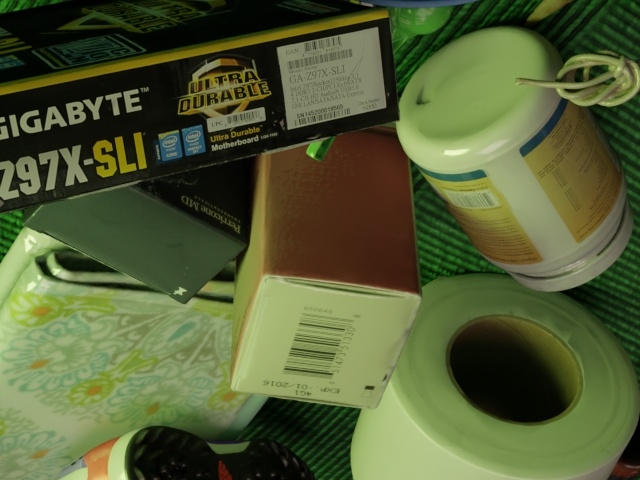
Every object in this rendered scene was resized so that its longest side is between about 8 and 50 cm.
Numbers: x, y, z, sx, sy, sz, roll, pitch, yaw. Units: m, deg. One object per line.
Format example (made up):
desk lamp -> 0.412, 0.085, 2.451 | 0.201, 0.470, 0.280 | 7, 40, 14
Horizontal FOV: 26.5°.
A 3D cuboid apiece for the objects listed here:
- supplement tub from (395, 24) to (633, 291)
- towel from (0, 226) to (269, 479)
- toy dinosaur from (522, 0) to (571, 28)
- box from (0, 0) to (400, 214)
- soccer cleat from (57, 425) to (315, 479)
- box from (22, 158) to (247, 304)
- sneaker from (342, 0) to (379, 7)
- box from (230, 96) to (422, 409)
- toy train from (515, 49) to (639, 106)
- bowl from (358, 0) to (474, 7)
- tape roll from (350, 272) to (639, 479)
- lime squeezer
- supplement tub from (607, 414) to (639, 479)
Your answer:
supplement tub -> 0.166, -0.063, 1.123 | 0.144, 0.144, 0.199 | -23, 132, 20
towel -> -0.195, 0.123, 1.288 | 0.321, 0.090, 0.374 | 7, 135, -35
toy dinosaur -> 0.206, -0.215, 1.035 | 0.093, 0.053, 0.183 | 33, 126, -32
box -> -0.132, -0.110, 0.896 | 0.257, 0.322, 0.079 | -16, 110, -18
soccer cleat -> -0.118, 0.252, 1.355 | 0.116, 0.108, 0.318 | -18, 155, 33
box -> -0.146, -0.058, 1.109 | 0.156, 0.158, 0.093 | 28, 128, -28
sneaker -> -0.030, -0.265, 0.953 | 0.121, 0.111, 0.300 | -7, 131, 20
box -> 0.000, 0.000, 1.119 | 0.127, 0.232, 0.148 | 8, 135, -10
toy train -> 0.271, -0.162, 1.037 | 0.248, 0.143, 0.105 | 1, 128, 4
bowl -> 0.078, -0.334, 0.806 | 0.391, 0.077, 0.391 | -12, 127, -16
tape roll -> 0.162, 0.174, 1.299 | 0.246, 0.246, 0.169 | 6, 136, -8
lime squeezer -> 0.108, -0.171, 1.013 | 0.310, 0.109, 0.059 | -26, 173, 24
supplement tub -> 0.264, 0.254, 1.483 | 0.106, 0.106, 0.198 | 21, 131, -22
